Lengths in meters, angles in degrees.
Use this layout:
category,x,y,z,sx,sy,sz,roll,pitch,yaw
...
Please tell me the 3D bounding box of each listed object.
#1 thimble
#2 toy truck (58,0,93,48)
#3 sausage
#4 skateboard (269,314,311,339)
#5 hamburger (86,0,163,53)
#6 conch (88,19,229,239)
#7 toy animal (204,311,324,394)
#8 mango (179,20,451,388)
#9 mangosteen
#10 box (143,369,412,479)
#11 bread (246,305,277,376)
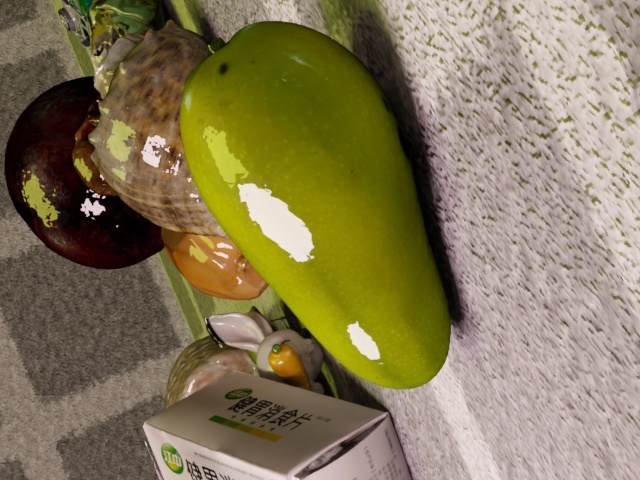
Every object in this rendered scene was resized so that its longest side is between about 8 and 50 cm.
category,x,y,z,sx,sy,sz,roll,pitch,yaw
thimble,-0.126,0.252,1.936,0.148,0.196,0.229,-144,70,-77
toy truck,-0.338,-0.393,1.965,0.124,0.114,0.253,46,159,35
sausage,-0.126,0.007,1.684,0.136,0.120,0.241,36,178,-12
skateboard,-0.034,0.113,1.702,0.083,0.032,0.063,-125,26,-42
hamburger,-0.233,-0.207,1.754,0.214,0.125,0.235,67,-170,-63
conch,-0.177,-0.117,1.502,0.159,0.210,0.291,-2,-130,-55
toy animal,-0.057,0.153,1.619,0.131,0.127,0.181,-12,-103,-61
mango,0.005,-0.021,0.955,0.293,0.143,0.175,61,167,-25
mangosteen,-0.321,-0.113,2.027,0.297,0.293,0.297,33,-152,-20
box,-0.041,0.269,1.485,0.333,0.145,0.173,6,121,55
bread,-0.057,0.169,1.751,0.149,0.065,0.187,60,179,-37
